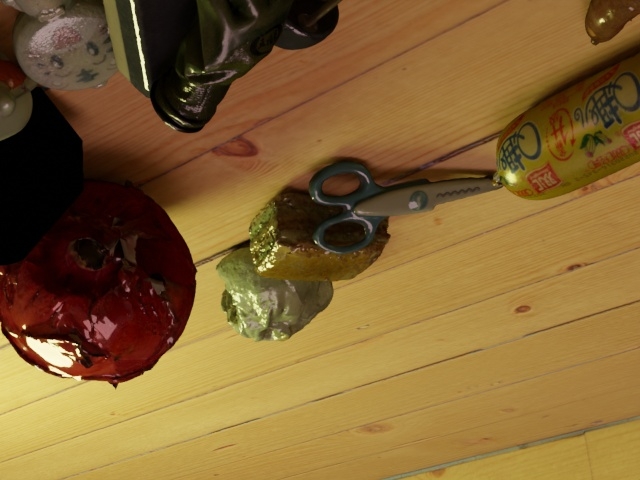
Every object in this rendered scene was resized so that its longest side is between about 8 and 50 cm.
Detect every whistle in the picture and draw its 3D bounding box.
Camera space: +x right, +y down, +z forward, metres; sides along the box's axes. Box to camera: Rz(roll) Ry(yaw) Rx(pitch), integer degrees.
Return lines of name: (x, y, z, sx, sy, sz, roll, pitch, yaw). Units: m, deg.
whistle: (-0.279, -0.243, 1.165, 0.126, 0.067, 0.258, -22, 149, 1)
whistle: (-0.371, -0.147, 1.197, 0.102, 0.253, 0.105, 24, 118, 6)

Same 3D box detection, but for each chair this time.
chair: (0.024, -0.280, 1.106, 0.095, 0.104, 0.221, -22, 170, -46)

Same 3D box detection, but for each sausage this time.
sausage: (0.351, -0.144, 1.393, 0.123, 0.123, 0.347, 20, 145, -41)

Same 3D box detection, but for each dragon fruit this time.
dragon fruit: (-0.317, 0.056, 1.542, 0.296, 0.295, 0.301, -1, 169, -6)

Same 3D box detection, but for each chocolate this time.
chocolate: (-0.442, -0.088, 1.363, 0.177, 0.224, 0.206, 6, 141, 42)

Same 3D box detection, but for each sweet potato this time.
sweet potato: (0.343, -0.277, 1.187, 0.059, 0.067, 0.281, 40, 150, -4)

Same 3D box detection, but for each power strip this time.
power strip: (-0.161, -0.253, 1.109, 0.105, 0.070, 0.256, -41, 164, -20)

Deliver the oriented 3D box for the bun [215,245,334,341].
bun: (-0.084, 0.095, 1.834, 0.204, 0.126, 0.212, -18, 151, 23)

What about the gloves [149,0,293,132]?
gloves: (-0.088, -0.217, 1.085, 0.107, 0.135, 0.268, 21, 131, -5)

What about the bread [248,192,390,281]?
bread: (0.000, 0.000, 1.674, 0.196, 0.102, 0.138, 7, 156, -25)

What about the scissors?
scissors: (0.125, -0.062, 1.593, 0.289, 0.138, 0.041, -10, -160, -12)
